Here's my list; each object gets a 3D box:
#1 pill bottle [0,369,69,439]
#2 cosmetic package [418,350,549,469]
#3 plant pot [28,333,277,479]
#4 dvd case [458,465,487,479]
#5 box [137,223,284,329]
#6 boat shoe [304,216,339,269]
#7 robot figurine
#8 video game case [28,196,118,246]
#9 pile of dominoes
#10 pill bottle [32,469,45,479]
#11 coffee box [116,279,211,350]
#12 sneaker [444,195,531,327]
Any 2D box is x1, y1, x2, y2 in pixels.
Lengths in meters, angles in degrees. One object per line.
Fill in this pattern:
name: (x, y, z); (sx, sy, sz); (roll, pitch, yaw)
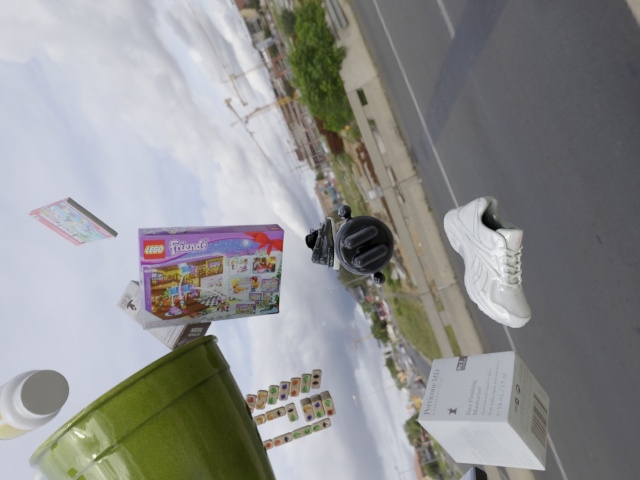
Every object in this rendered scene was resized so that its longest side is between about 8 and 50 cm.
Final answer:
pill bottle: (-0.984, 0.543, 1.418); (0.187, 0.333, 0.188); (34, -139, -36)
cosmetic package: (0.320, 0.330, 0.831); (0.151, 0.183, 0.151); (49, -134, -19)
plant pot: (-0.248, 0.429, 0.777); (0.353, 0.366, 0.366); (52, -177, 10)
dvd case: (0.177, 0.478, 0.628); (0.029, 0.239, 0.179); (27, -151, 4)
box: (-0.226, 0.071, 0.901); (0.057, 0.292, 0.201); (-141, 53, -59)
boat shoe: (0.000, 0.004, 1.548); (0.340, 0.112, 0.127); (-99, 10, -61)
robot figurine: (0.123, 0.012, 1.262); (0.278, 0.173, 0.209); (-64, -15, -87)
video game case: (-0.888, -0.059, 1.522); (0.204, 0.284, 0.025); (49, -134, -39)
pile of dominoes: (-0.087, 0.483, 1.177); (0.040, 0.250, 0.196); (-135, 30, -70)
pill bottle: (-0.874, 0.878, 1.453); (0.278, 0.162, 0.162); (32, 161, 37)
coffee box: (-0.480, 0.229, 1.309); (0.246, 0.098, 0.141); (30, 179, 18)
sneaker: (0.297, 0.029, 0.711); (0.115, 0.090, 0.232); (-45, 64, 54)
